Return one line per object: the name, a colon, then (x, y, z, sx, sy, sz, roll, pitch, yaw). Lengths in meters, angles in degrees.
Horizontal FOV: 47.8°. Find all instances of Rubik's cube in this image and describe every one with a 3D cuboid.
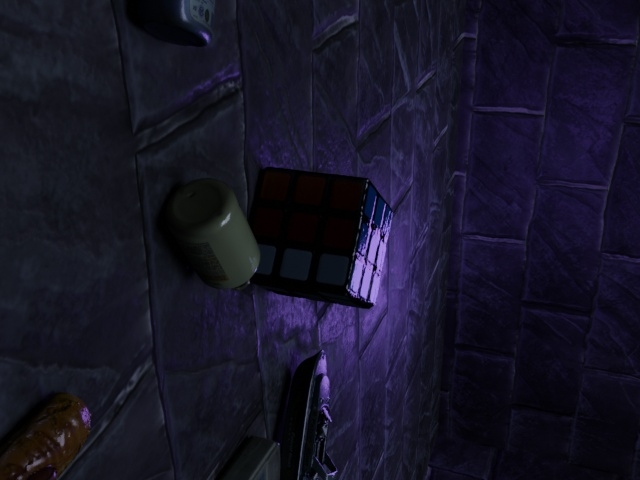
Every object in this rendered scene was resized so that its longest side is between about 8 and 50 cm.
Rubik's cube: (0.000, 0.000, 1.020, 0.162, 0.163, 0.161, 41, 59, -70)

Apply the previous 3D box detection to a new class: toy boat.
toy boat: (-0.016, 0.305, 1.206, 0.093, 0.103, 0.246, 34, 63, -69)

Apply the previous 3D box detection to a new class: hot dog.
hot dog: (-0.244, 0.203, 0.555, 0.216, 0.047, 0.066, -52, 148, -56)

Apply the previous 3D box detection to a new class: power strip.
power strip: (-0.124, 0.367, 0.975, 0.272, 0.052, 0.078, -46, 141, -61)

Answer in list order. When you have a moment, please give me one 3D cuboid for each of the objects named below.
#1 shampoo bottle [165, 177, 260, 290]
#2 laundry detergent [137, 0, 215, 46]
shampoo bottle: (-0.112, 0.006, 0.814, 0.162, 0.079, 0.079, 71, 32, -54)
laundry detergent: (-0.123, -0.295, 0.683, 0.096, 0.061, 0.206, 8, 90, -73)
